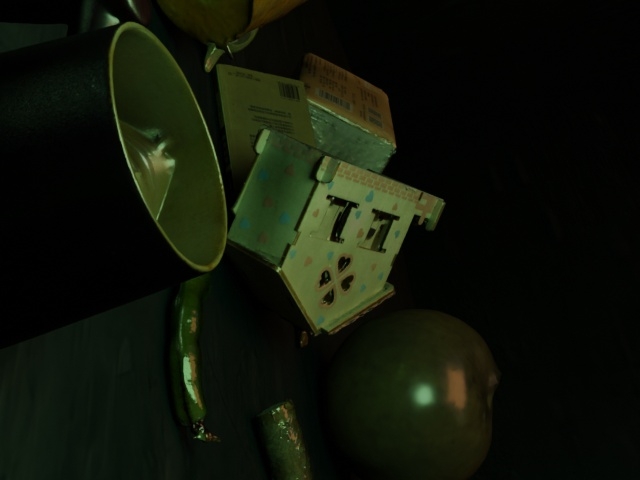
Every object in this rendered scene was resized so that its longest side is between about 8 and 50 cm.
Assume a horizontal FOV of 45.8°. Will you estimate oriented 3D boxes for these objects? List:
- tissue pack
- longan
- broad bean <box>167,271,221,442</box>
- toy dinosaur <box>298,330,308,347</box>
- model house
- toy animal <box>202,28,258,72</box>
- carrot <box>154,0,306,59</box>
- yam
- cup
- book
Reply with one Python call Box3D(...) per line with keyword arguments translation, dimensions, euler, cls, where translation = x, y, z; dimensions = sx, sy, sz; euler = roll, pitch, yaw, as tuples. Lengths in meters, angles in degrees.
Box3D(translation=(0.004, -0.197, 1.475), dimensions=(0.305, 0.239, 0.238), euler=(-86, 158, -62), cls="tissue pack")
Box3D(translation=(0.152, 0.265, 1.265), dimensions=(0.319, 0.319, 0.318), euler=(-15, 90, -79), cls="longan")
Box3D(translation=(-0.131, 0.095, 0.771), dimensions=(0.069, 0.039, 0.226), euler=(50, 27, -51), cls="broad bean")
Box3D(translation=(-0.024, 0.116, 1.293), dimensions=(0.162, 0.039, 0.126), euler=(34, 51, -81), cls="toy dinosaur")
Box3D(translation=(0.000, 0.000, 1.051), dimensions=(0.326, 0.169, 0.244), euler=(13, 99, -53), cls="model house")
Box3D(translation=(-0.155, -0.321, 1.155), dimensions=(0.098, 0.137, 0.098), euler=(34, -2, 1), cls="toy animal")
Box3D(translation=(-0.083, -0.416, 1.031), dimensions=(0.340, 0.224, 0.224), euler=(-51, 131, -41), cls="carrot")
Box3D(translation=(-0.026, 0.320, 0.929), dimensions=(0.061, 0.061, 0.252), euler=(-20, 94, -79), cls="yam")
Box3D(translation=(-0.171, -0.062, 0.421), dimensions=(0.166, 0.177, 0.239), euler=(-38, 112, -77), cls="cup")
Box3D(translation=(-0.078, -0.158, 1.158), dimensions=(0.161, 0.026, 0.230), euler=(6, 60, -32), cls="book")
